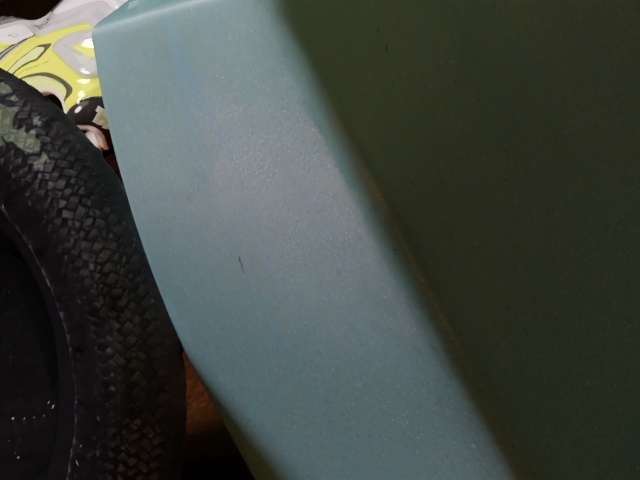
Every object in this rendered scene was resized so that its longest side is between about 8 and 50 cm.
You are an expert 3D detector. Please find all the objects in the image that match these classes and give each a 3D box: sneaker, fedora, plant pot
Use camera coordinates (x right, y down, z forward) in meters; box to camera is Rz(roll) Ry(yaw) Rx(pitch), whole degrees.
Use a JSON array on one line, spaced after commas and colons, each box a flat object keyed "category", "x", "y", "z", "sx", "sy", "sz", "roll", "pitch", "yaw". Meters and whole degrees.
[{"category": "sneaker", "x": -0.287, "y": -0.132, "z": 1.352, "sx": 0.384, "sy": 0.145, "sz": 0.147, "roll": -18, "pitch": 42, "yaw": 51}, {"category": "fedora", "x": -0.175, "y": 0.073, "z": 0.634, "sx": 0.334, "sy": 0.334, "sz": 0.152, "roll": -21, "pitch": -7, "yaw": 24}, {"category": "plant pot", "x": 0.041, "y": -0.009, "z": 0.491, "sx": 0.165, "sy": 0.234, "sz": 0.165, "roll": -43, "pitch": 24, "yaw": -31}]
